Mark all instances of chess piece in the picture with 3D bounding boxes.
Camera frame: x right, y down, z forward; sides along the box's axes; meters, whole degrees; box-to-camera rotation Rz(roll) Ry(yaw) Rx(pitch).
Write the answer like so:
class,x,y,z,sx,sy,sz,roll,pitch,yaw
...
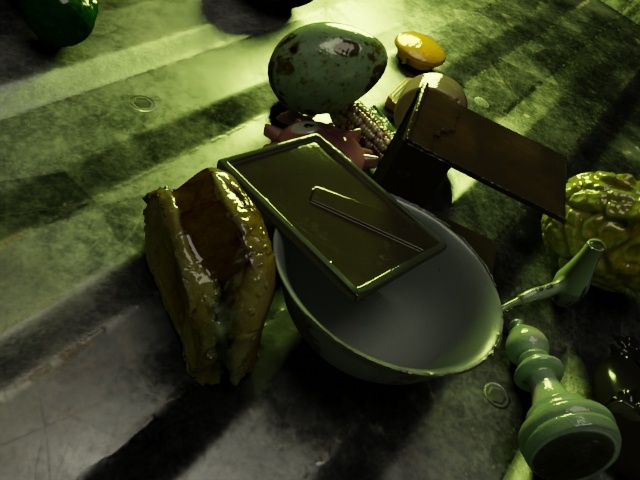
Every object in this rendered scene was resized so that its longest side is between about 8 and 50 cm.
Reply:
class,x,y,z,sx,sy,sz,roll,pitch,yaw
chess piece,0.343,0.221,0.985,0.139,0.139,0.272,14,33,-15

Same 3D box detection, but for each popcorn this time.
class,x,y,z,sx,sy,sz,roll,pitch,yaw
popcorn,0.568,-0.020,1.246,0.258,0.224,0.270,5,36,-46

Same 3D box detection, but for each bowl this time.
class,x,y,z,sx,sy,sz,roll,pitch,yaw
bowl,0.074,0.091,0.922,0.345,0.157,0.345,15,41,-14

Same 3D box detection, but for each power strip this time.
class,x,y,z,sx,sy,sz,roll,pitch,yaw
power strip,0.203,-0.349,1.508,0.049,0.028,0.178,34,43,6
power strip,0.236,-0.278,1.371,0.154,0.154,0.078,28,45,0

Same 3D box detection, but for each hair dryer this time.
class,x,y,z,sx,sy,sz,roll,pitch,yaw
hair dryer,0.413,0.064,1.119,0.199,0.167,0.067,-4,46,-30

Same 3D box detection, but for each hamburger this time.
class,x,y,z,sx,sy,sz,roll,pitch,yaw
hamburger,-0.146,0.022,0.846,0.132,0.211,0.309,-9,55,-27

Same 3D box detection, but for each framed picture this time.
class,x,y,z,sx,sy,sz,roll,pitch,yaw
framed picture,0.019,-0.049,0.914,0.289,0.016,0.213,43,43,22

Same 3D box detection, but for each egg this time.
class,x,y,z,sx,sy,sz,roll,pitch,yaw
egg,0.014,-0.328,1.205,0.231,0.169,0.169,-10,49,2

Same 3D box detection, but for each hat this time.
class,x,y,z,sx,sy,sz,roll,pitch,yaw
hat,-0.517,-0.540,1.226,0.285,0.285,0.400,10,73,-19

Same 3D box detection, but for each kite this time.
class,x,y,z,sx,sy,sz,roll,pitch,yaw
kite,0.087,-0.241,1.361,0.250,0.012,0.229,28,42,1

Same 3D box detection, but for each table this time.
class,x,y,z,sx,sy,sz,roll,pitch,yaw
table,0.234,-0.073,1.100,0.282,0.251,0.196,26,42,-1

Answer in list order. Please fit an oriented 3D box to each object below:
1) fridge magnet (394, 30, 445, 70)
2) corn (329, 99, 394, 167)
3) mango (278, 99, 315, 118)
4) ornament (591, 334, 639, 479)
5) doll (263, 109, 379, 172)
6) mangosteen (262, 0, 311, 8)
class,x,y,z,sx,sy,sz,roll,pitch,yaw
fridge magnet,0.256,-0.491,1.645,0.143,0.063,0.143,13,44,-13
corn,0.114,-0.196,1.269,0.079,0.079,0.237,-27,66,-42
mango,-0.047,-0.295,1.309,0.079,0.057,0.114,-15,61,-45
ornament,0.547,0.289,1.035,0.251,0.106,0.260,46,36,8
doll,-0.004,-0.170,1.180,0.211,0.093,0.262,-5,41,-24
mangosteen,-0.080,-0.704,1.532,0.235,0.261,0.235,13,45,-13
